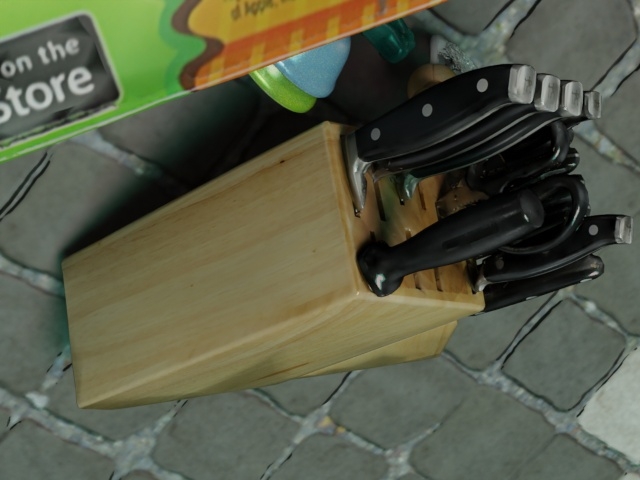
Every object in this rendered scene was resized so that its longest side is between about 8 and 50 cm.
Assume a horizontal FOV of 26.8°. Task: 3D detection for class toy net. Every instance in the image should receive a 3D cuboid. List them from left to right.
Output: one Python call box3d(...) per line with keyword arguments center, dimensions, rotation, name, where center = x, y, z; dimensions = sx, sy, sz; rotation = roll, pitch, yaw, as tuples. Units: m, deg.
box3d(center=(0.030, -0.099, 0.698), dimensions=(0.045, 0.122, 0.232), rotation=(-36, 146, 23), name="toy net")

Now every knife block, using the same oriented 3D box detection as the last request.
box3d(center=(0.000, 0.000, 0.649), dimensions=(0.275, 0.088, 0.242), rotation=(-8, 162, -4), name="knife block")

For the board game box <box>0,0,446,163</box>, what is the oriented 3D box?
box3d(center=(-0.052, -0.288, 0.385), dimensions=(0.356, 0.356, 0.356), rotation=(-20, 125, -6), name="board game box")
